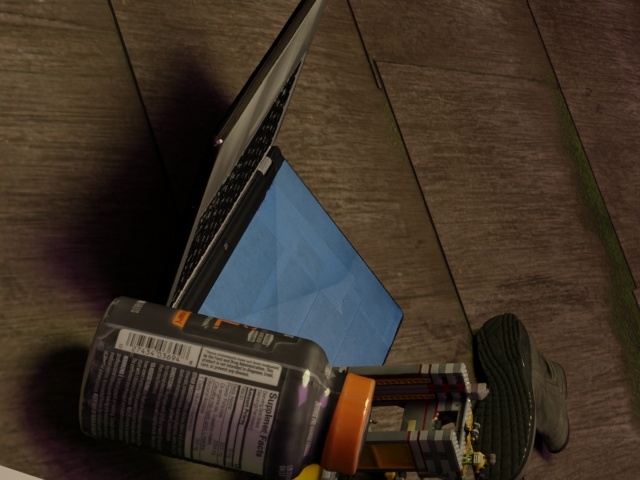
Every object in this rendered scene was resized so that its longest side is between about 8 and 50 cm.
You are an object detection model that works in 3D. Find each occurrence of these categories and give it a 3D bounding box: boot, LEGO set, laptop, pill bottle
[{"bbox_3d":[0.262,0.220,2.041,0.161,0.083,0.246,44,39,-37],"label":"boot"},{"bbox_3d":[0.077,0.271,1.575,0.331,0.192,0.255,-70,152,-52],"label":"LEGO set"},{"bbox_3d":[0.000,0.000,1.692,0.236,0.408,0.382,24,39,2],"label":"laptop"},{"bbox_3d":[-0.078,0.137,1.458,0.246,0.130,0.130,13,43,4],"label":"pill bottle"}]

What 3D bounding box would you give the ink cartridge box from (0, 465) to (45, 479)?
[{"bbox_3d":[-0.274,0.304,1.121,0.198,0.197,0.270,28,47,-43],"label":"ink cartridge box"}]
